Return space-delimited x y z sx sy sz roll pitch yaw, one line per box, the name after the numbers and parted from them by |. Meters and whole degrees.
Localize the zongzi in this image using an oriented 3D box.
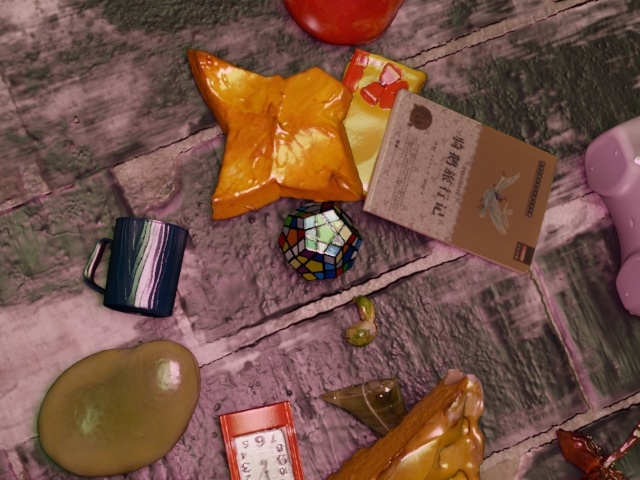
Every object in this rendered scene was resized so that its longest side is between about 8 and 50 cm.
0.080 0.298 1.724 0.130 0.062 0.154 -16 103 14 | zongzi

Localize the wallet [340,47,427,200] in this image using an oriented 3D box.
0.074 -0.194 1.793 0.141 0.067 0.241 22 78 -2 | wallet

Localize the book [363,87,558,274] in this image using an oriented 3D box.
0.237 -0.095 1.789 0.310 0.021 0.217 21 76 -17 | book

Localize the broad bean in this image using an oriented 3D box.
-0.296 0.252 1.640 0.263 0.121 0.189 -26 90 2 | broad bean

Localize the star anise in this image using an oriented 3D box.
0.470 0.350 1.725 0.158 0.144 0.140 25 41 -33 | star anise

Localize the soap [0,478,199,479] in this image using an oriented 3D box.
-0.324 0.398 1.555 0.324 0.193 0.109 3 79 -8 | soap

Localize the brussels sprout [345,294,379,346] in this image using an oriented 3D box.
0.069 0.130 1.742 0.051 0.046 0.083 15 77 -12 | brussels sprout

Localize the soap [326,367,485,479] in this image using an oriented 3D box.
0.066 0.349 1.602 0.339 0.169 0.304 -5 100 -10 | soap

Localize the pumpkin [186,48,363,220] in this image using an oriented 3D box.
-0.072 -0.181 1.737 0.258 0.095 0.290 -8 75 5 | pumpkin

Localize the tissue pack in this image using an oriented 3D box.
0.593 -0.048 1.761 0.236 0.229 0.333 -12 82 -9 | tissue pack

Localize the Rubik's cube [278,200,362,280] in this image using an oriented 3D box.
0.000 0.000 1.720 0.112 0.133 0.133 30 75 26 | Rubik's cube

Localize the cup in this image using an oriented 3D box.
-0.282 0.044 1.684 0.113 0.150 0.138 18 77 -40 | cup

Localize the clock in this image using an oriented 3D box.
-0.089 0.334 1.674 0.113 0.061 0.155 -10 85 -11 | clock

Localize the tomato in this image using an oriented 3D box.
0.057 -0.444 1.799 0.200 0.139 0.233 28 76 -9 | tomato
